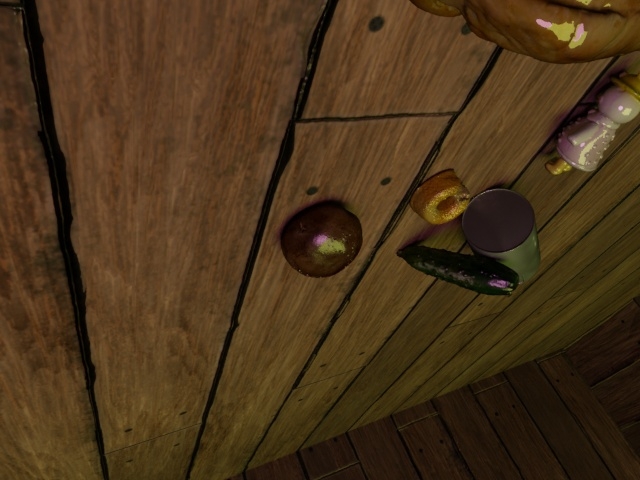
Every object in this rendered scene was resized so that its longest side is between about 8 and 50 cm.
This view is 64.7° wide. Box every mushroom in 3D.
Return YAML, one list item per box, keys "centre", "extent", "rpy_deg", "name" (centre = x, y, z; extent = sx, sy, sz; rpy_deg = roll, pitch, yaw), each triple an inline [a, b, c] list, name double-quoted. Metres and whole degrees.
- centre: [0.000, 0.000, 0.754]
  extent: [0.127, 0.087, 0.127]
  rpy_deg: [-6, 129, -8]
  name: "mushroom"

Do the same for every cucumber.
- centre: [0.243, 0.049, 0.919]
  extent: [0.069, 0.227, 0.069]
  rpy_deg: [-31, 129, -48]
  name: "cucumber"

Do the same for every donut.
- centre: [0.185, -0.231, 0.396]
  extent: [0.261, 0.208, 0.128]
  rpy_deg: [-21, 140, -38]
  name: "donut"
- centre: [0.200, -0.066, 0.835]
  extent: [0.097, 0.043, 0.108]
  rpy_deg: [-40, 144, 21]
  name: "donut"

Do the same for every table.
- centre: [0.354, 0.001, 0.976]
  extent: [0.126, 0.126, 0.220]
  rpy_deg: [-33, 150, 10]
  name: "table"

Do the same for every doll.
- centre: [0.444, -0.182, 0.806]
  extent: [0.129, 0.081, 0.207]
  rpy_deg: [-14, 147, -36]
  name: "doll"
